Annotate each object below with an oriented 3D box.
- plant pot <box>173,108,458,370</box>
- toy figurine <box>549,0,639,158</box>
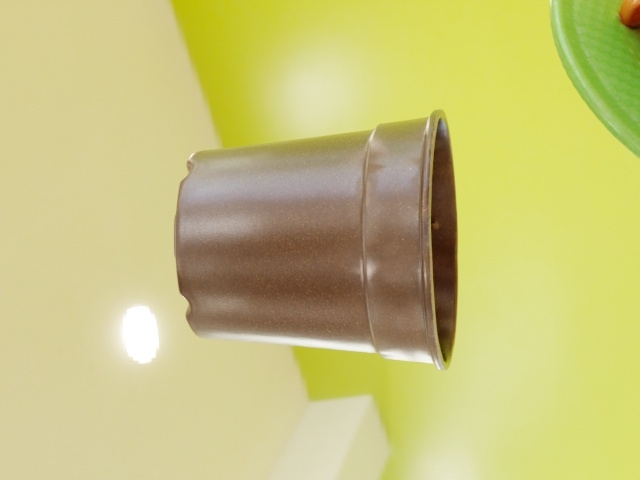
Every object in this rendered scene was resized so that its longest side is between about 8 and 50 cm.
[{"bbox_3d":[0.000,0.000,0.961,0.167,0.165,0.167,0,-90,-79],"label":"plant pot"},{"bbox_3d":[0.197,-0.112,0.547,0.173,0.159,0.130,-11,-117,-36],"label":"toy figurine"}]
